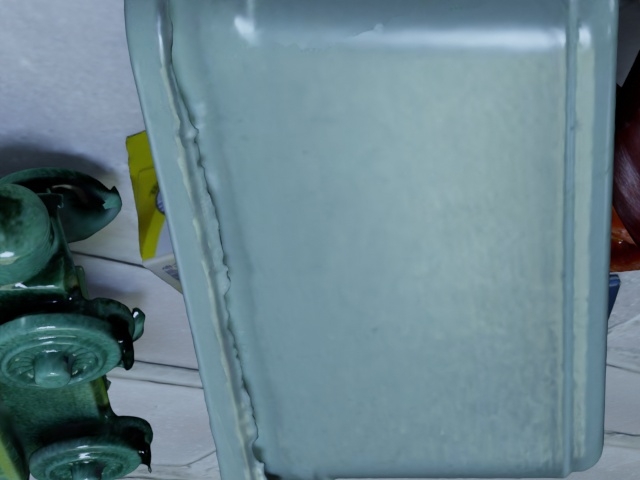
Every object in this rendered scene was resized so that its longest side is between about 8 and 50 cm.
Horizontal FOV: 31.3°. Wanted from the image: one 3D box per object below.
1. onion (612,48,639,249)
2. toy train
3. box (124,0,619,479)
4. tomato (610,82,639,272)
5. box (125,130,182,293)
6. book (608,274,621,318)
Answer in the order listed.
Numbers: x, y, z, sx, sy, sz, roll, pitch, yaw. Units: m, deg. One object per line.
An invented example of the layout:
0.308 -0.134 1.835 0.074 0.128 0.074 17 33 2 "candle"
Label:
0.242 -0.109 0.588 0.273 0.285 0.273 -43 162 -18 "onion"
-0.242 0.073 0.793 0.237 0.150 0.369 -3 150 -6 "toy train"
0.043 -0.019 0.536 0.183 0.175 0.311 2 126 13 "box"
0.163 -0.054 0.765 0.166 0.082 0.174 38 154 -23 "tomato"
0.000 0.000 0.803 0.168 0.097 0.265 -16 153 13 "box"
0.131 0.112 1.163 0.323 0.018 0.228 -10 154 1 "book"
